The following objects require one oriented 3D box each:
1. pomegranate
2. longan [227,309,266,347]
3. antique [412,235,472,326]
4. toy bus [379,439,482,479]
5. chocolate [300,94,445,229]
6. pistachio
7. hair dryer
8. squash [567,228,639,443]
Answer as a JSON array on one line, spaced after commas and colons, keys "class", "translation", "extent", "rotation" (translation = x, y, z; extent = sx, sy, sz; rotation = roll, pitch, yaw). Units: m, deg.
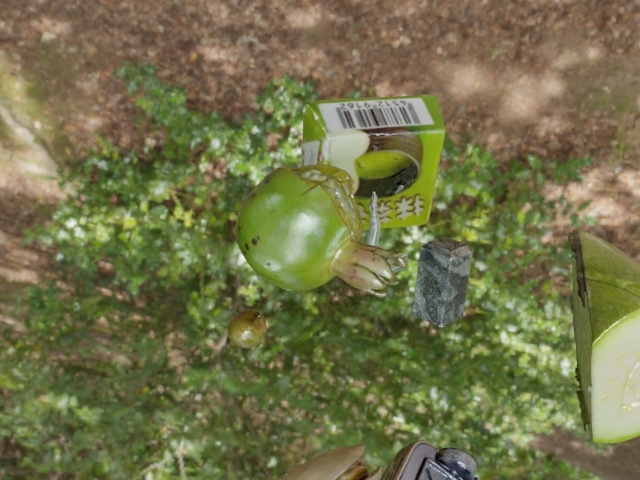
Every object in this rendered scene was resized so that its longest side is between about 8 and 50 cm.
[{"class": "pomegranate", "translation": [0.000, 0.000, 1.363], "extent": [0.302, 0.236, 0.236], "rotation": [37, 169, 18]}, {"class": "longan", "translation": [-0.131, 0.158, 1.455], "extent": [0.075, 0.075, 0.083], "rotation": [20, 135, -21]}, {"class": "antique", "translation": [0.270, 0.086, 1.769], "extent": [0.086, 0.183, 0.088], "rotation": [23, -153, 39]}, {"class": "toy bus", "translation": [0.174, 0.373, 0.934], "extent": [0.289, 0.139, 0.157], "rotation": [37, 138, -5]}, {"class": "chocolate", "translation": [0.110, -0.157, 1.733], "extent": [0.301, 0.137, 0.288], "rotation": [-5, 130, -13]}, {"class": "pistachio", "translation": [-0.004, 0.414, 1.278], "extent": [0.126, 0.223, 0.152], "rotation": [51, 175, 12]}, {"class": "hair dryer", "translation": [0.134, 0.001, 1.676], "extent": [0.067, 0.199, 0.167], "rotation": [16, -173, 40]}, {"class": "squash", "translation": [0.411, 0.109, 1.213], "extent": [0.210, 0.309, 0.233], "rotation": [-19, 121, -10]}]
